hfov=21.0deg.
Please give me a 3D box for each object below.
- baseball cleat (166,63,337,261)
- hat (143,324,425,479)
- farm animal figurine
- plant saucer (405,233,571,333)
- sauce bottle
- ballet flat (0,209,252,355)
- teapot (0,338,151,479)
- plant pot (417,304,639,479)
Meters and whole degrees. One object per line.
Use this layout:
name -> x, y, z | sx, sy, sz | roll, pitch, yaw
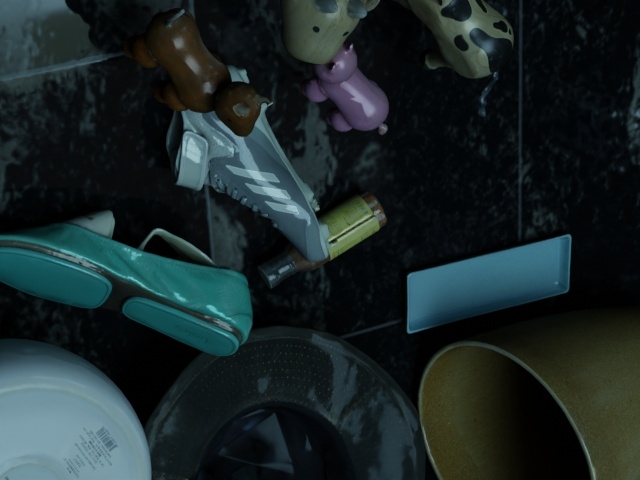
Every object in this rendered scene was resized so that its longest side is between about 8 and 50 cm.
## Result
baseball cleat -> -0.070, -0.054, 1.528 | 0.109, 0.072, 0.206 | -30, 110, -7
hat -> -0.058, 0.243, 1.609 | 0.331, 0.134, 0.331 | 1, 88, -25
farm animal figurine -> 0.011, -0.229, 1.397 | 0.330, 0.172, 0.327 | -15, 106, -28
plant saucer -> 0.167, 0.040, 1.731 | 0.192, 0.018, 0.067 | -13, 118, -23
sauce bottle -> 0.000, 0.000, 1.605 | 0.128, 0.042, 0.042 | -30, 123, -13
ballet flat -> -0.172, 0.023, 1.493 | 0.247, 0.083, 0.087 | 21, 57, -16
teapot -> -0.278, 0.183, 1.446 | 0.252, 0.187, 0.256 | 8, 102, -29
plant pot -> 0.268, 0.163, 1.737 | 0.254, 0.237, 0.237 | -26, 123, -34
